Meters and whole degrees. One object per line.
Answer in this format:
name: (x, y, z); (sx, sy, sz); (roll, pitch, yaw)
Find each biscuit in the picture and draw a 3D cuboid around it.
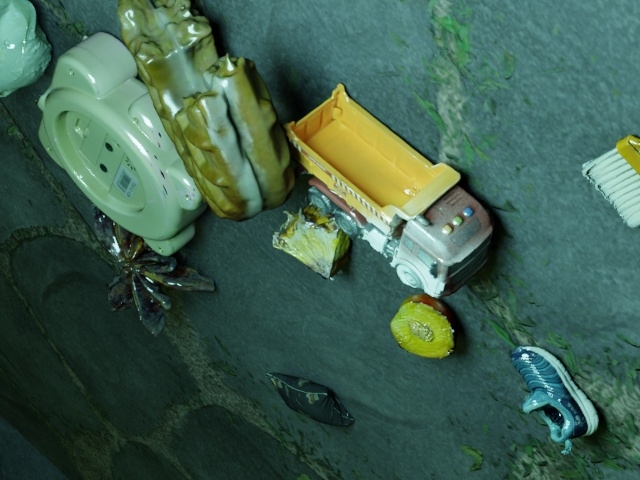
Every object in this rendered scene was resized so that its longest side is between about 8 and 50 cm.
biscuit: (-0.139, -0.161, 1.551); (0.366, 0.115, 0.268); (54, 167, 53)

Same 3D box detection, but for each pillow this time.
pillow: (-0.019, 0.267, 2.062); (0.150, 0.048, 0.090); (13, 132, 45)

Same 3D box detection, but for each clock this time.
clock: (-0.297, -0.138, 1.903); (0.309, 0.114, 0.284); (45, 146, 5)

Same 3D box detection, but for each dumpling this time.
dumpling: (-0.492, -0.321, 2.001); (0.108, 0.152, 0.219); (15, 147, -29)

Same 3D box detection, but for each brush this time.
brush: (0.358, -0.090, 1.139); (0.090, 0.017, 0.314); (49, 151, -3)

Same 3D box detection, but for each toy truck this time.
toy truck: (0.083, -0.058, 1.472); (0.270, 0.114, 0.135); (41, 155, 21)

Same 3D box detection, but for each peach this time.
peach: (0.144, 0.107, 1.629); (0.098, 0.061, 0.098); (14, 131, 17)

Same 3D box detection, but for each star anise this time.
star anise: (-0.303, 0.028, 2.114); (0.212, 0.129, 0.282); (4, 119, 46)

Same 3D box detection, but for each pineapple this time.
pineapple: (0.000, 0.000, 1.697); (0.137, 0.069, 0.116); (-9, 116, 56)

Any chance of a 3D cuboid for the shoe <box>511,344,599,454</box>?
shoe: (0.281, 0.193, 1.525); (0.143, 0.071, 0.064); (54, 151, 2)
